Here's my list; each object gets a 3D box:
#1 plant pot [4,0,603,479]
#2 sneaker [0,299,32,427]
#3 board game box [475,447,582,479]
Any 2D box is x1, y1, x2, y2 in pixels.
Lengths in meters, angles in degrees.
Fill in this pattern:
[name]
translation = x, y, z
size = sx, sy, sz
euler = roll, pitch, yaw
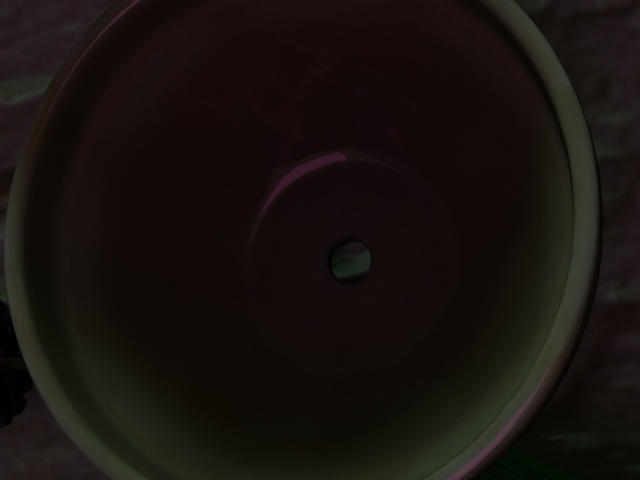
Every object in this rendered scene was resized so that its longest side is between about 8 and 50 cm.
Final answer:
[plant pot]
translation = 0.000, 0.000, 0.490
size = 0.237, 0.110, 0.237
euler = -3, 80, 18
[sneaker]
translation = -0.241, 0.010, 0.585
size = 0.093, 0.088, 0.225
euler = -26, 96, 20
[board game box]
translation = 0.070, 0.247, 0.507
size = 0.242, 0.064, 0.316
euler = 18, 113, 52
